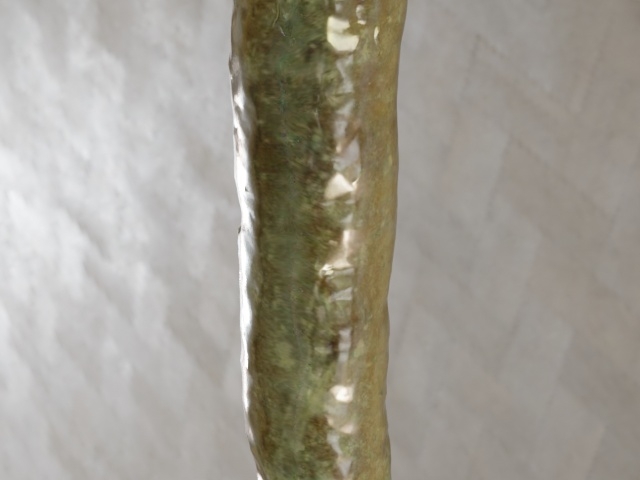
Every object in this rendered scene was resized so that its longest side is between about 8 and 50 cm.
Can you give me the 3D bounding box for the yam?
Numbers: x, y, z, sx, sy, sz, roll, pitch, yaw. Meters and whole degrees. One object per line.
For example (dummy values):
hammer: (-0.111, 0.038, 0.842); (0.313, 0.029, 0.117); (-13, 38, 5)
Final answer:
yam: (0.000, 0.000, 0.560); (0.061, 0.061, 0.274); (28, 127, 45)
